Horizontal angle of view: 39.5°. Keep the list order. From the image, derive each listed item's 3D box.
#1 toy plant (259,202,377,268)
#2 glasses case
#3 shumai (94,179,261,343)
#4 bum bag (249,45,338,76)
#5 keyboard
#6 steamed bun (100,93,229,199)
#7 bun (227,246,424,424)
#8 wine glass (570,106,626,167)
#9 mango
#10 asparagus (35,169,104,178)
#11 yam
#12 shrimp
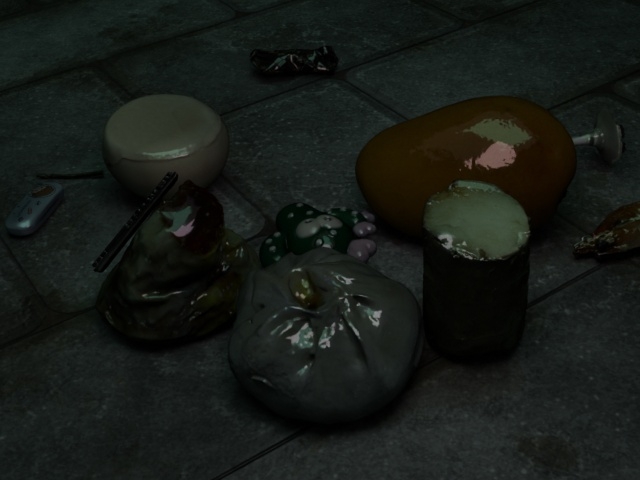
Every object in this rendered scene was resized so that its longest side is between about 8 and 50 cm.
[{"bbox_3d":[-0.004,0.002,1.773,0.233,0.112,0.243,-5,32,5],"label":"toy plant"},{"bbox_3d":[-0.629,-0.072,1.966,0.067,0.045,0.178,7,39,12],"label":"glasses case"},{"bbox_3d":[-0.279,0.014,1.657,0.304,0.263,0.309,15,41,19],"label":"shumai"},{"bbox_3d":[-0.071,-0.492,2.450,0.248,0.069,0.102,-5,62,-6],"label":"bum bag"},{"bbox_3d":[-0.337,-0.034,1.622,0.230,0.025,0.094,-52,9,-8],"label":"keyboard"},{"bbox_3d":[-0.342,-0.194,1.995,0.283,0.177,0.283,-1,42,1],"label":"steamed bun"},{"bbox_3d":[0.011,0.143,1.522,0.355,0.194,0.354,-3,41,3],"label":"bun"},{"bbox_3d":[0.506,-0.208,1.993,0.321,0.143,0.143,-10,38,-8],"label":"wine glass"},{"bbox_3d":[0.290,-0.143,1.814,0.446,0.232,0.300,-2,78,11],"label":"mango"},{"bbox_3d":[-0.588,-0.154,2.094,0.163,0.016,0.016,-2,28,5],"label":"asparagus"},{"bbox_3d":[0.267,0.062,1.534,0.195,0.300,0.195,-4,44,4],"label":"yam"},{"bbox_3d":[0.625,-0.025,1.813,0.294,0.062,0.154,-18,28,-22],"label":"shrimp"}]
